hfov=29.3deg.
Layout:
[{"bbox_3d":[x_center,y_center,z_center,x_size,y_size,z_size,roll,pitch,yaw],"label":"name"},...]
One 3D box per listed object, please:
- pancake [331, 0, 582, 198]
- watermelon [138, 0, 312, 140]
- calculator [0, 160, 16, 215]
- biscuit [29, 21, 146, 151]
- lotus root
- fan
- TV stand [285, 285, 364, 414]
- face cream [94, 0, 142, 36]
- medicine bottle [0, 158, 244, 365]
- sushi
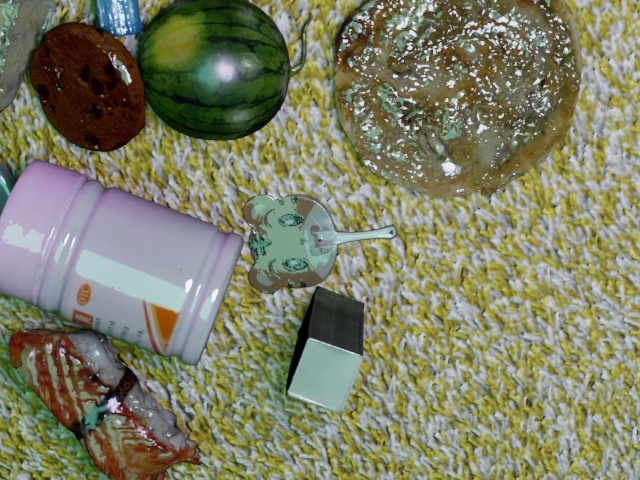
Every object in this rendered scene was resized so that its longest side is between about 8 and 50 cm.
[{"bbox_3d":[0.190,-0.221,1.698,0.356,0.065,0.356,1,103,3],"label":"pancake"},{"bbox_3d":[-0.139,-0.233,1.679,0.232,0.127,0.204,11,102,-5],"label":"watermelon"},{"bbox_3d":[-0.570,-0.087,1.780,0.299,0.041,0.185,36,103,-5],"label":"calculator"},{"bbox_3d":[-0.322,-0.214,1.705,0.192,0.049,0.192,15,128,20],"label":"biscuit"},{"bbox_3d":[-0.454,-0.295,1.682,0.138,0.119,0.234,26,106,-4],"label":"lotus root"},{"bbox_3d":[0.000,0.000,1.791,0.227,0.008,0.152,-5,104,5],"label":"fan"},{"bbox_3d":[0.010,0.145,1.693,0.083,0.269,0.088,19,102,-1],"label":"TV stand"},{"bbox_3d":[-0.296,-0.445,1.654,0.163,0.080,0.336,-7,105,4],"label":"face cream"},{"bbox_3d":[-0.285,0.031,1.714,0.316,0.202,0.202,21,104,-2],"label":"medicine bottle"},{"bbox_3d":[-0.320,0.242,1.816,0.124,0.130,0.332,-38,94,16],"label":"sushi"}]
